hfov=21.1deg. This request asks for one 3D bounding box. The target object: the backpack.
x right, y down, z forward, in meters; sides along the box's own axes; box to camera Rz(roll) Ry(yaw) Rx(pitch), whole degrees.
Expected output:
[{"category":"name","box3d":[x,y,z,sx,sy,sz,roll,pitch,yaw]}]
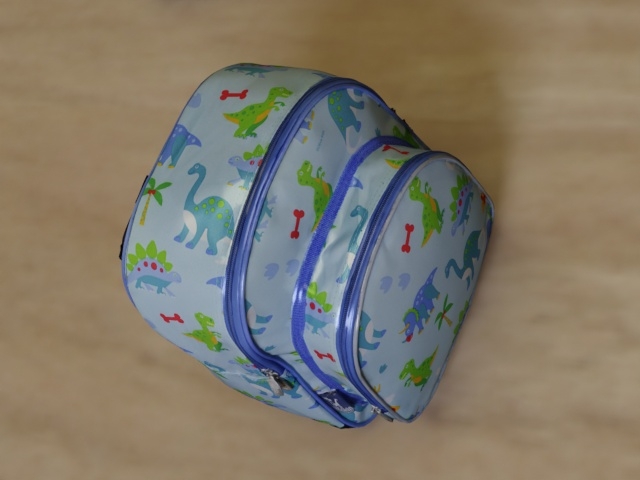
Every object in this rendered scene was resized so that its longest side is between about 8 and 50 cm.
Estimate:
[{"category":"backpack","box3d":[0.000,0.000,0.549,0.084,0.114,0.105,15,76,34]}]
